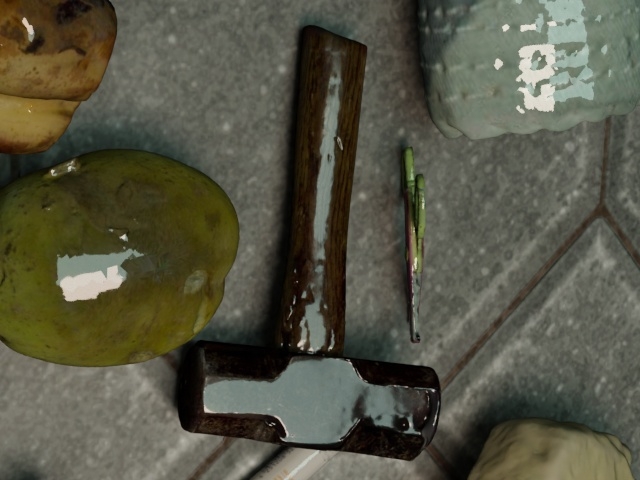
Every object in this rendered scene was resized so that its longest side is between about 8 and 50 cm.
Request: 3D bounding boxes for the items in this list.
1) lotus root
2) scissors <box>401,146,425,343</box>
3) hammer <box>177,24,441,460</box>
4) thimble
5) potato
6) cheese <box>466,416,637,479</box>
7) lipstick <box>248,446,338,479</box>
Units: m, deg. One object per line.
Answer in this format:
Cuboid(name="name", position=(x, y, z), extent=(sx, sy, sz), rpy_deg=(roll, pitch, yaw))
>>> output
Cuboid(name="lotus root", position=(-0.306, -0.168, 1.149), extent=(0.290, 0.193, 0.193), rpy_deg=(13, 90, -30))
Cuboid(name="scissors", position=(0.094, 0.009, 1.438), extent=(0.020, 0.133, 0.187), rpy_deg=(-2, 112, -2))
Cuboid(name="hammer", position=(0.000, 0.000, 1.388), extent=(0.242, 0.095, 0.409), rpy_deg=(6, 84, -16))
Cuboid(name="thimble", position=(0.218, -0.188, 1.417), extent=(0.250, 0.205, 0.172), rpy_deg=(-12, 102, -23))
Cuboid(name="potato", position=(-0.185, 0.014, 1.260), extent=(0.228, 0.148, 0.197), rpy_deg=(15, 74, -26))
Cuboid(name="cheese", position=(0.246, 0.342, 1.485), extent=(0.326, 0.115, 0.318), rpy_deg=(-46, 119, -45))
Cuboid(name="lipstick", position=(-0.032, 0.229, 1.427), extent=(0.141, 0.040, 0.040), rpy_deg=(-40, 113, -19))
